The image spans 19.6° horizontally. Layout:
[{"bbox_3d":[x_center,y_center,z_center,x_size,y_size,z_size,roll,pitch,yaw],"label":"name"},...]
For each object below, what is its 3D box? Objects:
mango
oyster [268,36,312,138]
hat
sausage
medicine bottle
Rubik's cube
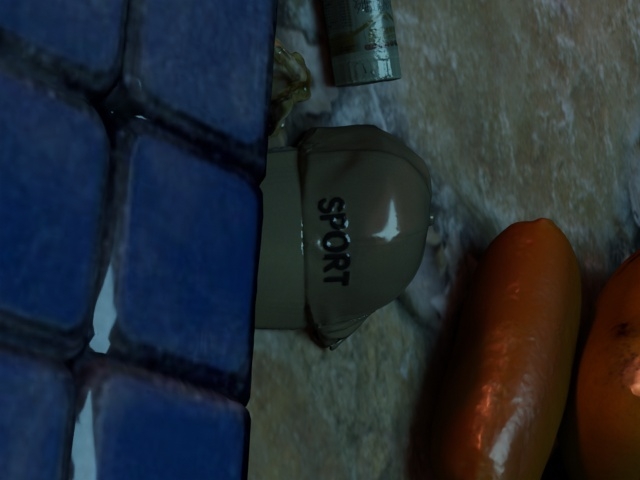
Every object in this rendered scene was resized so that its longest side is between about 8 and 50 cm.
[{"bbox_3d":[0.274,0.107,1.428,0.317,0.173,0.211,-26,134,-60],"label":"mango"},{"bbox_3d":[-0.107,-0.093,0.978,0.110,0.166,0.341,48,35,11],"label":"oyster"},{"bbox_3d":[0.000,0.000,1.152,0.175,0.085,0.147,-8,92,-56],"label":"hat"},{"bbox_3d":[0.134,0.093,1.323,0.098,0.098,0.238,49,45,-39],"label":"sausage"},{"bbox_3d":[0.027,-0.147,1.247,0.047,0.047,0.083,-10,93,-55],"label":"medicine bottle"},{"bbox_3d":[-0.248,0.030,0.578,0.344,0.343,0.337,24,65,-49],"label":"Rubik's cube"}]
